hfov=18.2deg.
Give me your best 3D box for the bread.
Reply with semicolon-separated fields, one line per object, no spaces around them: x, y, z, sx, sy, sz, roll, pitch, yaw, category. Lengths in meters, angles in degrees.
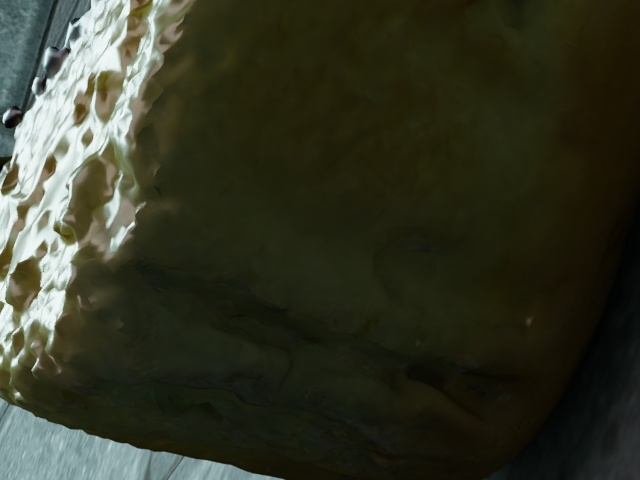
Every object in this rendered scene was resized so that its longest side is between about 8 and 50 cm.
0.000;0.000;0.641;0.262;0.204;0.162;-51;34;45;bread
